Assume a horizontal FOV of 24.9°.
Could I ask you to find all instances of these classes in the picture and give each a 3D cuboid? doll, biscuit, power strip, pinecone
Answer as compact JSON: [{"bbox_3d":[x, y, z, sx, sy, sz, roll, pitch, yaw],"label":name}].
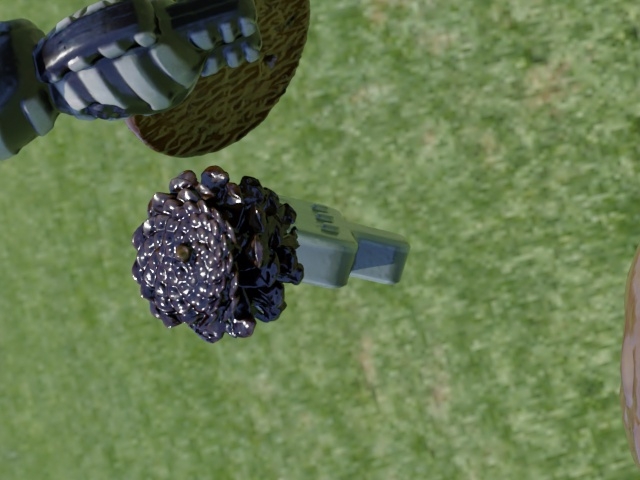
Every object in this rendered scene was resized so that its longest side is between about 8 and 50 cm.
[{"bbox_3d":[-0.136,-0.079,0.703,0.091,0.219,0.067,83,168,-75],"label":"doll"},{"bbox_3d":[-0.082,-0.150,1.130,0.027,0.188,0.188,36,141,34],"label":"biscuit"},{"bbox_3d":[0.000,-0.001,1.597,0.265,0.193,0.059,-112,36,-80],"label":"power strip"},{"bbox_3d":[-0.075,0.011,1.122,0.140,0.121,0.140,-2,87,42],"label":"pinecone"}]

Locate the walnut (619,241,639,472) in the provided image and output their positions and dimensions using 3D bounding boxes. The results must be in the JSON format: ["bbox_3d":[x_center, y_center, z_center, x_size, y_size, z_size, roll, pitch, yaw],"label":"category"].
[{"bbox_3d":[0.371,0.068,1.109,0.306,0.306,0.344,173,94,-74],"label":"walnut"}]
